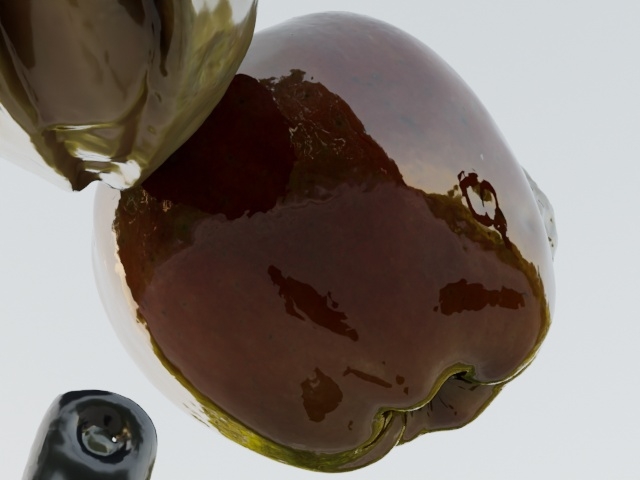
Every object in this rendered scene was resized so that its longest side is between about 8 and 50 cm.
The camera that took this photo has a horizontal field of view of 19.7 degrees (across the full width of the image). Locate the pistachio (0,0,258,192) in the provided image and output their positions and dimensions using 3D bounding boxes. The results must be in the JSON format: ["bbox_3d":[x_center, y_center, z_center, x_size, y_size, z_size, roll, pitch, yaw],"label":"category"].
[{"bbox_3d":[-0.108,-0.107,0.755,0.162,0.181,0.293,-9,3,-17],"label":"pistachio"}]

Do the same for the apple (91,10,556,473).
[{"bbox_3d":[-0.002,0.001,0.915,0.234,0.234,0.234,-7,-34,-5],"label":"apple"}]

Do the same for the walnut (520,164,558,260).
[{"bbox_3d":[0.144,-0.008,1.735,0.141,0.238,0.204,4,-58,23],"label":"walnut"}]

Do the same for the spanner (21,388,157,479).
[{"bbox_3d":[-0.095,0.173,0.529,0.087,0.316,0.024,17,-40,-2],"label":"spanner"}]
